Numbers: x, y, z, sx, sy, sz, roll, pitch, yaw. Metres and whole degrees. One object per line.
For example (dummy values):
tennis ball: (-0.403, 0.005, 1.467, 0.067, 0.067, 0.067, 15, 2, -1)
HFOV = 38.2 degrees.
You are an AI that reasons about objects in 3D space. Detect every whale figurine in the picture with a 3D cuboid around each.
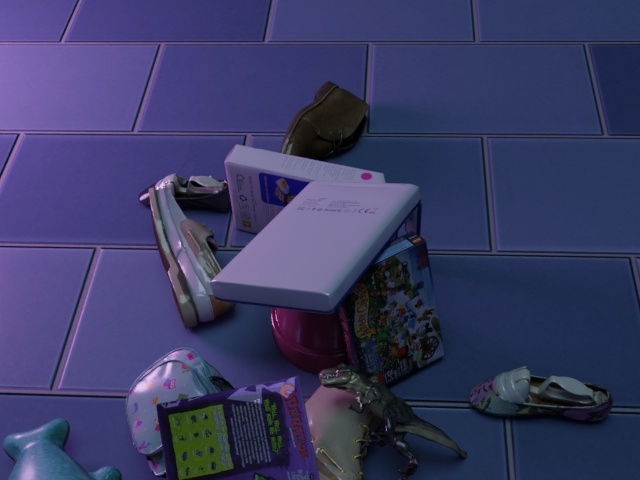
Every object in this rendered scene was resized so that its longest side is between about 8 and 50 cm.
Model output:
whale figurine: (-0.401, 0.365, 1.344, 0.216, 0.141, 0.272, -17, 48, -11)

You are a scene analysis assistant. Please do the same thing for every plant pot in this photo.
plant pot: (0.014, 0.093, 1.546, 0.201, 0.180, 0.201, -1, 47, 1)

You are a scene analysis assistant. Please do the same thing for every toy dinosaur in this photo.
toy dinosaur: (0.113, 0.276, 1.355, 0.268, 0.064, 0.118, 36, 34, -10)

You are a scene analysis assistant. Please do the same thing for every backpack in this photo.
backpack: (-0.215, 0.261, 1.421, 0.166, 0.144, 0.188, -40, 42, 3)

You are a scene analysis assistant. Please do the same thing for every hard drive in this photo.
hard drive: (0.000, 0.000, 1.452, 0.210, 0.040, 0.318, 4, 34, 31)

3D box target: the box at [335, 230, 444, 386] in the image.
box: (0.109, 0.120, 1.478, 0.159, 0.233, 0.044, -26, 33, -19)

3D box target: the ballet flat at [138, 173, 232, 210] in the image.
ballet flat: (-0.264, -0.101, 1.821, 0.203, 0.074, 0.074, 4, 47, 8)

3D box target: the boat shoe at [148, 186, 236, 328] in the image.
boat shoe: (-0.238, 0.021, 1.686, 0.103, 0.113, 0.302, -16, 58, -13)

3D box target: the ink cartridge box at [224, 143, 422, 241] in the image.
ink cartridge box: (0.010, -0.061, 1.692, 0.371, 0.175, 0.069, 14, 49, 16)

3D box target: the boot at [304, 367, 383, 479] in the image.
boot: (0.059, 0.318, 1.395, 0.262, 0.095, 0.203, 30, 54, 31)

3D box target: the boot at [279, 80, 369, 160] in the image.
boot: (0.005, -0.214, 1.893, 0.115, 0.112, 0.305, 25, 50, 11)

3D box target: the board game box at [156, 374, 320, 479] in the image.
board game box: (-0.096, 0.377, 1.272, 0.208, 0.056, 0.346, -11, 76, -2)

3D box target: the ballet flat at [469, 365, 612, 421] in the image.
ballet flat: (0.348, 0.238, 1.457, 0.221, 0.079, 0.077, 5, 48, 9)
